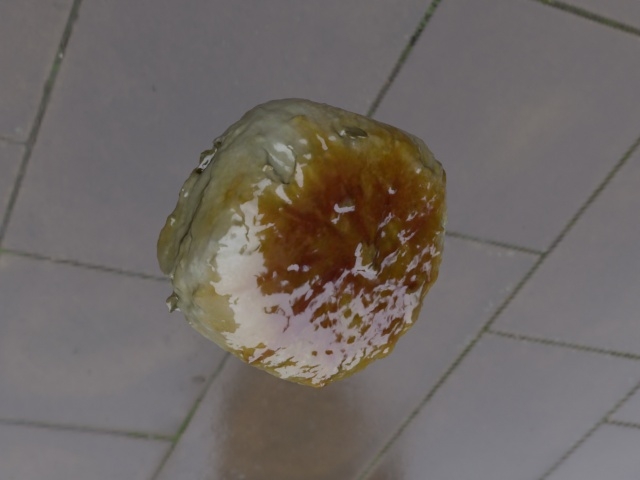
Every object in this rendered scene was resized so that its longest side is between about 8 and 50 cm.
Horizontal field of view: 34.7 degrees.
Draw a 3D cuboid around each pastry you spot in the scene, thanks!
[{"bbox_3d":[0.000,0.000,0.665,0.192,0.093,0.182,28,89,-40],"label":"pastry"}]
